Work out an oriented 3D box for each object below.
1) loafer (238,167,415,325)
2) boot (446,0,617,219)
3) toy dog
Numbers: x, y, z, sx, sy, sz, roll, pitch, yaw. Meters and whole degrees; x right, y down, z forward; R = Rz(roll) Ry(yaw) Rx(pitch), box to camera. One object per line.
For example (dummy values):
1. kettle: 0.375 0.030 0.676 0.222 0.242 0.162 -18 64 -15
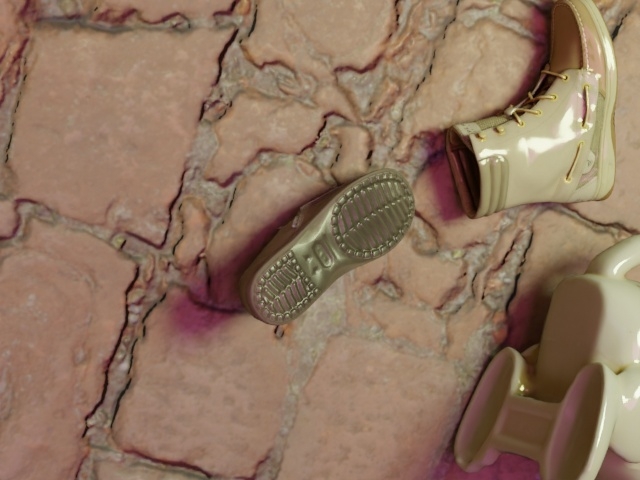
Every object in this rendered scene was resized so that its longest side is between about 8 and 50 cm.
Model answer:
1. loafer: 0.000 0.000 1.604 0.268 0.092 0.102 -35 111 -29
2. boot: 0.254 -0.163 1.670 0.203 0.095 0.262 -10 106 -18
3. toy dog: 0.431 0.229 1.729 0.408 0.284 0.395 28 70 -23
